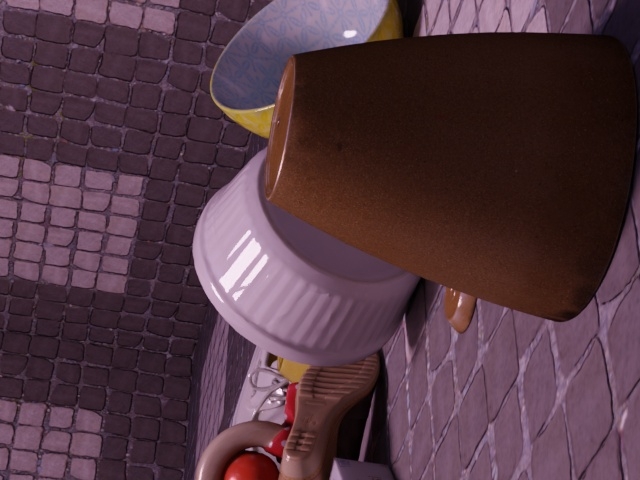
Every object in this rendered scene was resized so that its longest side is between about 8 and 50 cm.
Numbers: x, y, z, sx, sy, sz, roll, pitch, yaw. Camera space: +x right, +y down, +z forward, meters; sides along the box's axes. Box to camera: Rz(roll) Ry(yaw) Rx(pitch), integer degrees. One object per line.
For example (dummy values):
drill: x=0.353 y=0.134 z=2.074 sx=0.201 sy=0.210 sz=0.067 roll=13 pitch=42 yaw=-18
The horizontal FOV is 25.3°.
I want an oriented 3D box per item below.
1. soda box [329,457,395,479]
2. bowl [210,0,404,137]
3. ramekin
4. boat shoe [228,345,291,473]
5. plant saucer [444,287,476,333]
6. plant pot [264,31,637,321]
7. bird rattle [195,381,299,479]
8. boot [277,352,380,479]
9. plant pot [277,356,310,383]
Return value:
soda box: x=0.053 y=0.315 z=1.567 sx=0.216 sy=0.069 sz=0.074 roll=-117 pitch=37 yaw=-75
bowl: x=0.007 y=-0.228 z=1.991 sx=0.156 sy=0.289 sz=0.289 roll=53 pitch=-158 yaw=-34
ramekin: x=0.000 y=0.000 z=1.639 sx=0.127 sy=0.273 sz=0.273 roll=125 pitch=155 yaw=-43
boat shoe: x=-0.046 y=0.221 z=2.126 sx=0.367 sy=0.136 sz=0.156 roll=-77 pitch=7 yaw=-45
plant saucer: x=0.141 y=0.053 z=1.449 sx=0.083 sy=0.015 sz=0.083 roll=-171 pitch=90 yaw=-80
plant pot: x=0.090 y=-0.071 z=1.147 sx=0.237 sy=0.254 sz=0.237 roll=-170 pitch=90 yaw=-81
bird rattle: x=-0.059 y=0.311 z=1.860 sx=0.143 sy=0.207 sz=0.253 roll=-153 pitch=67 yaw=-75
boot: x=0.014 y=0.270 z=1.776 sx=0.248 sy=0.090 sz=0.207 roll=-56 pitch=-32 yaw=-46
plant pot: x=-0.008 y=0.159 z=2.002 sx=0.134 sy=0.095 sz=0.134 roll=-172 pitch=90 yaw=-81
